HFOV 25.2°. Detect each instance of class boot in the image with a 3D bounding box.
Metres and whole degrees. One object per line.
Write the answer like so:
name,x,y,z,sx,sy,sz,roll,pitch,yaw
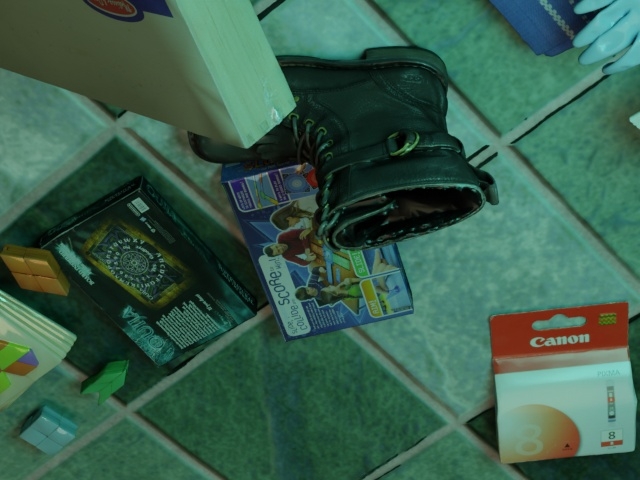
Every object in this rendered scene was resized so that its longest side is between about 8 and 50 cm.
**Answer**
boot,0.008,-0.070,1.194,0.263,0.229,0.091,-13,125,9

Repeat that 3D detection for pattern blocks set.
pattern blocks set,-0.355,0.096,1.422,0.325,0.026,0.285,27,127,-16

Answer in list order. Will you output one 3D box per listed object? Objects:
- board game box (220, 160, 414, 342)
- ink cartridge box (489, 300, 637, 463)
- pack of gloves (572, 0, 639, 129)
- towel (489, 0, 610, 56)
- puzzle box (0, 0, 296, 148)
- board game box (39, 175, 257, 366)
board game box,0.000,0.000,1.365,0.136,0.035,0.201,-13,125,9
ink cartridge box,0.251,0.150,1.472,0.145,0.045,0.179,-6,128,3
pack of gloves,0.326,-0.160,1.117,0.232,0.046,0.195,-35,116,28
towel,0.230,-0.297,1.102,0.336,0.040,0.243,-28,121,36
puzzle box,-0.203,-0.222,1.019,0.052,0.409,0.272,-41,127,-23
board game box,-0.166,0.034,1.394,0.126,0.026,0.186,-28,122,20
